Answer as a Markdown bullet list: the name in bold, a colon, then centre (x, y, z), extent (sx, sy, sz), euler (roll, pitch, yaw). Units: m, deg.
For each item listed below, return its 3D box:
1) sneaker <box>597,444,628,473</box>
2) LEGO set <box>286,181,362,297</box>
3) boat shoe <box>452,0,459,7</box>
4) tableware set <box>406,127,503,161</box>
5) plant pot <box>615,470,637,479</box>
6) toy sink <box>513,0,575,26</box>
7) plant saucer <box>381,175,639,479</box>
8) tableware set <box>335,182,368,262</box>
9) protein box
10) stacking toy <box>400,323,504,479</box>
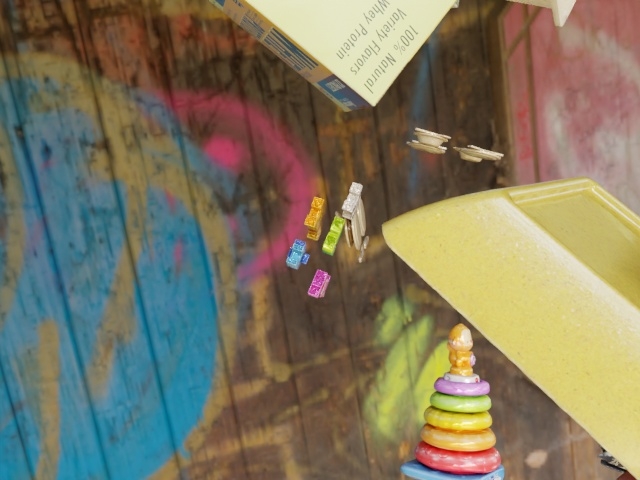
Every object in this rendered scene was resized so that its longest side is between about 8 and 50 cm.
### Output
- **sneaker**: centre (0.671, 0.487, 1.809), extent (0.153, 0.094, 0.235), euler (1, 53, -20)
- **LEGO set**: centre (0.000, 0.000, 1.574), extent (0.087, 0.227, 0.093), euler (20, -17, 10)
- **boat shoe**: centre (0.142, -0.402, 1.207), extent (0.068, 0.081, 0.228), euler (0, -19, 23)
- **tableware set**: centre (0.211, -0.149, 1.357), extent (0.141, 0.020, 0.169), euler (13, 2, 0)
- **plant pot**: centre (0.642, 0.507, 1.467), extent (0.272, 0.272, 0.265), euler (-13, -3, -13)
- **toy sink**: centre (0.464, -0.589, 1.786), extent (0.131, 0.234, 0.153), euler (21, 74, 30)
- **plant saucer**: centre (0.260, 0.051, 0.727), extent (0.333, 0.081, 0.332), euler (44, 28, 22)
- **tableware set**: centre (0.063, -0.037, 1.723), extent (0.039, 0.128, 0.194), euler (-7, 14, 10)
- **protein box**: centre (0.016, -0.253, 0.740), extent (0.200, 0.201, 0.136), euler (-52, 11, 0)
- **stacking toy**: centre (0.264, 0.309, 1.610), extent (0.165, 0.302, 0.175), euler (4, 0, 35)
